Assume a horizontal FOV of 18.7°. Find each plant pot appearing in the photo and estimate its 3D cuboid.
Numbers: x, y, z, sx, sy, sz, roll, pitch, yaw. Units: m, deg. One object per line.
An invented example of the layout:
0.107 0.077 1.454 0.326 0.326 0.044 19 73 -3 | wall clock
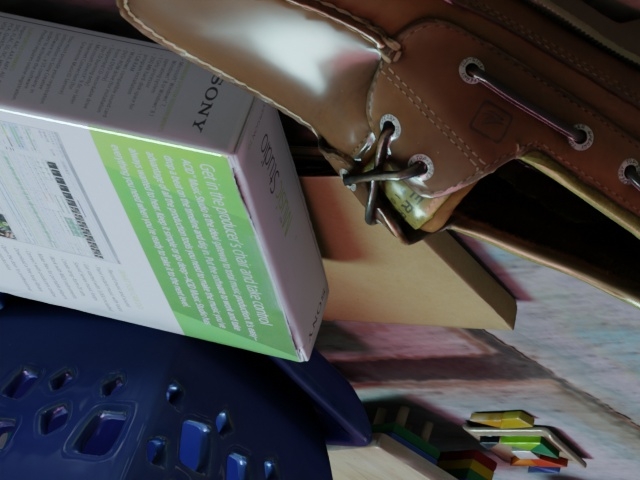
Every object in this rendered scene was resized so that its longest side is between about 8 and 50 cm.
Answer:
-0.119 0.137 1.236 0.236 0.212 0.236 1 149 38 | plant pot

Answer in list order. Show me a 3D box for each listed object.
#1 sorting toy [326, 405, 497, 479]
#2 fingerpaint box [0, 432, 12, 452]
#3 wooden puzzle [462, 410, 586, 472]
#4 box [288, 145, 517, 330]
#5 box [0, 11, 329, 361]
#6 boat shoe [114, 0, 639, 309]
0.049 0.160 1.427 0.274 0.046 0.132 33 154 -27 | sorting toy
-0.283 0.250 1.440 0.163 0.371 0.445 -2 154 45 | fingerpaint box
0.144 0.147 1.381 0.078 0.014 0.116 -2 154 39 | wooden puzzle
0.000 0.000 1.091 0.164 0.021 0.201 2 156 32 | box
-0.165 -0.040 1.014 0.322 0.058 0.232 14 155 15 | box
0.052 -0.054 0.791 0.307 0.104 0.111 18 160 -7 | boat shoe
